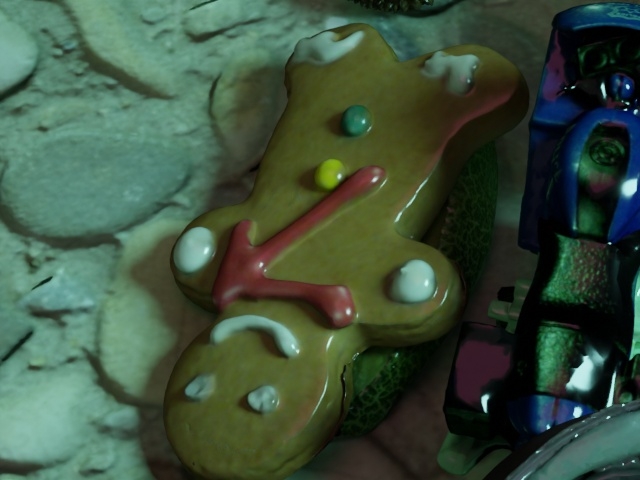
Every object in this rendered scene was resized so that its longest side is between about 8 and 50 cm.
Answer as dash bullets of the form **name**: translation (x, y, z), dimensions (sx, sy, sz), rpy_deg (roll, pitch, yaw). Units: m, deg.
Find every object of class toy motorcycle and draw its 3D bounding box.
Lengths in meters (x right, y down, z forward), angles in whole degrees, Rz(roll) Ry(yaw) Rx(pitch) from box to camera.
- **toy motorcycle**: translation (0.161, -0.009, 0.996), dimensions (0.125, 0.196, 0.331), rpy_deg (9, 62, 13)

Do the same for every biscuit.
- **biscuit**: translation (0.000, 0.000, 1.081), dimensions (0.216, 0.047, 0.339), rpy_deg (13, 64, 37)

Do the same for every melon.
- **melon**: translation (0.047, 0.009, 1.102), dimensions (0.114, 0.053, 0.261), rpy_deg (3, 54, 21)

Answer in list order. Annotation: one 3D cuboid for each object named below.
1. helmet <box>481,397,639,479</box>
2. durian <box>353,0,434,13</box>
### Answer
- **helmet**: translation (0.157, 0.237, 0.812), dimensions (0.271, 0.197, 0.338), rpy_deg (0, 88, -1)
- **durian**: translation (0.071, -0.216, 1.250), dimensions (0.140, 0.071, 0.110), rpy_deg (-46, 52, -4)
